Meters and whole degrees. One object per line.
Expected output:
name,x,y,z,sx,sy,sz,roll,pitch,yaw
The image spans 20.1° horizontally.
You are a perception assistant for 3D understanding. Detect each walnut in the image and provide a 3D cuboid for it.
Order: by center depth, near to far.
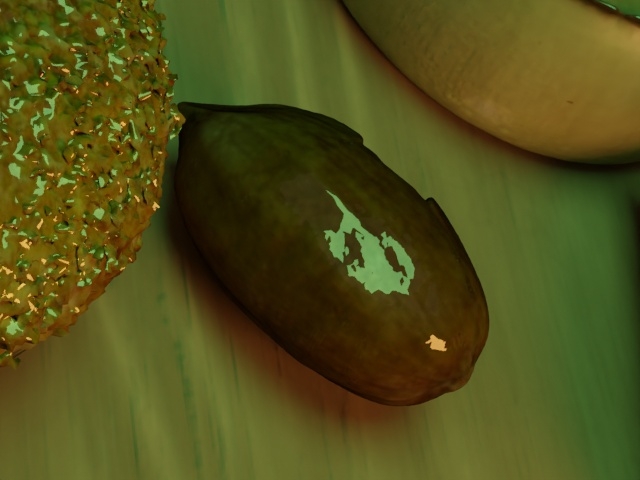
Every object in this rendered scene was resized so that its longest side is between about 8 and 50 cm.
walnut,0.000,0.000,0.912,0.207,0.116,0.116,41,47,11

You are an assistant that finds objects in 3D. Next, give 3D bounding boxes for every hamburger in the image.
hamburger,-0.200,-0.068,0.785,0.276,0.179,0.294,15,52,-23

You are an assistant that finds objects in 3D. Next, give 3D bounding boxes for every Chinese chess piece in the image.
Chinese chess piece,0.157,-0.210,1.127,0.338,0.140,0.338,15,51,-20
